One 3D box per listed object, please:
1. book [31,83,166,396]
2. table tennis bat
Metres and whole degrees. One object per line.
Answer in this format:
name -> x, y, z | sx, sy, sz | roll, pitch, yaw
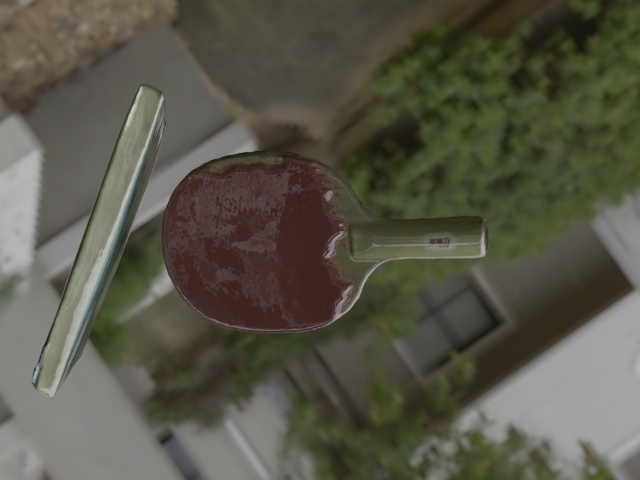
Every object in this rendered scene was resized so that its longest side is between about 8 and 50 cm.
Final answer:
book -> -0.188, -0.002, 1.690 | 0.379, 0.031, 0.264 | 178, -69, -86
table tennis bat -> 0.000, 0.000, 1.336 | 0.234, 0.131, 0.022 | -3, -167, 16
